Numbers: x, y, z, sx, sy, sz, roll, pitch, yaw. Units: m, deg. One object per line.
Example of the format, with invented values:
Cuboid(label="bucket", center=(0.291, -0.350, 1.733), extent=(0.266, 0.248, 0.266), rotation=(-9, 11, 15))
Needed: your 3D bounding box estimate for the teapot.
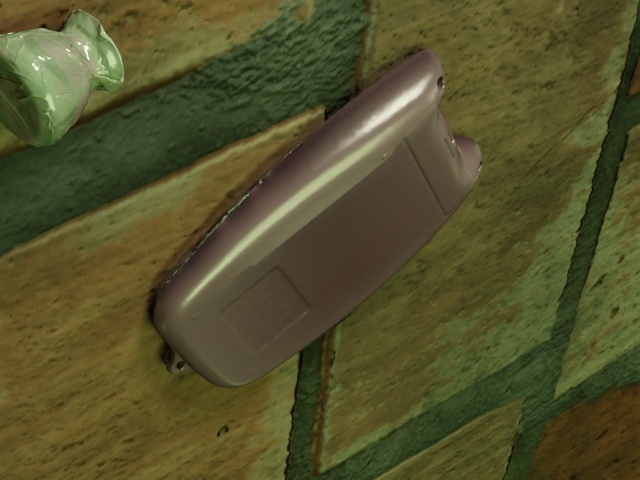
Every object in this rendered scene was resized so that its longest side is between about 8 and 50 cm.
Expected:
Cuboid(label="teapot", center=(-0.149, -0.088, 0.852), extent=(0.064, 0.064, 0.083), rotation=(-35, 180, -31))

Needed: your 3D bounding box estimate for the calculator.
Cuboid(label="calculator", center=(0.001, 0.001, 1.141), extent=(0.294, 0.043, 0.194), rotation=(-42, 149, -4))
